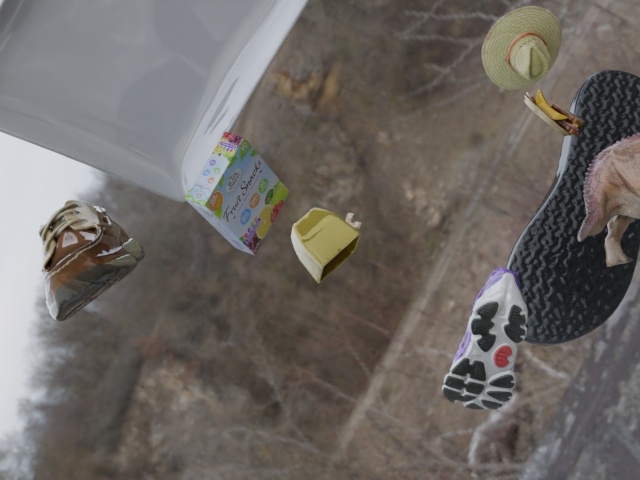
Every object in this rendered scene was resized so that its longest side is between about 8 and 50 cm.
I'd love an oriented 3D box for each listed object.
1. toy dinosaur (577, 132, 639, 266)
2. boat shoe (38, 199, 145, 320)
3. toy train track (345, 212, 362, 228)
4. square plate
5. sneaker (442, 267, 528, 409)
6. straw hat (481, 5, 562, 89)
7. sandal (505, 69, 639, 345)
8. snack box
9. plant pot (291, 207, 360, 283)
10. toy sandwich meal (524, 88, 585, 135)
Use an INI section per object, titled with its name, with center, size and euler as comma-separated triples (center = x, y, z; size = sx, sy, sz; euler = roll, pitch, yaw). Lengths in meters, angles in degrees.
[toy dinosaur]
center = 0.394, -0.087, 1.152
size = 0.127, 0.295, 0.200
euler = 169, 84, -78
[boat shoe]
center = -0.309, 0.015, 1.272
size = 0.122, 0.120, 0.324
euler = -37, 7, -4
[toy train track]
center = 0.026, -0.028, 1.618
size = 0.014, 0.083, 0.048
euler = 59, -139, -52
[square plate]
center = -0.226, -0.249, 1.225
size = 0.347, 0.344, 0.049
euler = -57, 37, 14
[sneaker]
center = 0.168, 0.100, 0.981
size = 0.071, 0.068, 0.170
euler = -69, -5, -52
[straw hat]
center = 0.324, -0.283, 1.542
size = 0.144, 0.144, 0.061
euler = -60, 31, 28
[sandal]
center = 0.388, -0.038, 1.461
size = 0.107, 0.167, 0.446
euler = 100, -165, -70
[snack box]
center = -0.101, -0.057, 1.258
size = 0.100, 0.037, 0.141
euler = -62, -32, -15
[plant pot]
center = 0.000, 0.000, 1.512
size = 0.081, 0.083, 0.081
euler = -42, -12, -18
[toy sandwich meal]
center = 0.291, -0.161, 1.245
size = 0.029, 0.085, 0.085
euler = -49, 12, 17
